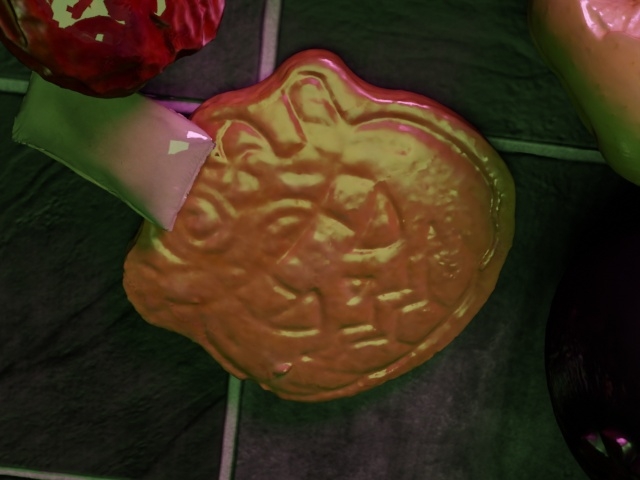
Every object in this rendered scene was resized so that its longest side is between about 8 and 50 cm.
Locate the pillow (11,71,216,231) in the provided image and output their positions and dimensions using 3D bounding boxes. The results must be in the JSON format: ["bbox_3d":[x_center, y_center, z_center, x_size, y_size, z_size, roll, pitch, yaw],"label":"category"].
[{"bbox_3d":[-0.210,-0.106,1.226,0.208,0.053,0.119,30,121,6],"label":"pillow"}]

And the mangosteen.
[{"bbox_3d":[0.424,0.094,1.189,0.435,0.382,0.382,-38,118,-22],"label":"mangosteen"}]

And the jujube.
[{"bbox_3d":[-0.233,-0.286,1.069,0.216,0.216,0.342,-28,109,16],"label":"jujube"}]

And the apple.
[{"bbox_3d":[0.316,-0.178,1.072,0.279,0.279,0.279,1,119,2],"label":"apple"}]

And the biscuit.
[{"bbox_3d":[0.000,0.001,1.291,0.365,0.062,0.385,31,115,-13],"label":"biscuit"}]
